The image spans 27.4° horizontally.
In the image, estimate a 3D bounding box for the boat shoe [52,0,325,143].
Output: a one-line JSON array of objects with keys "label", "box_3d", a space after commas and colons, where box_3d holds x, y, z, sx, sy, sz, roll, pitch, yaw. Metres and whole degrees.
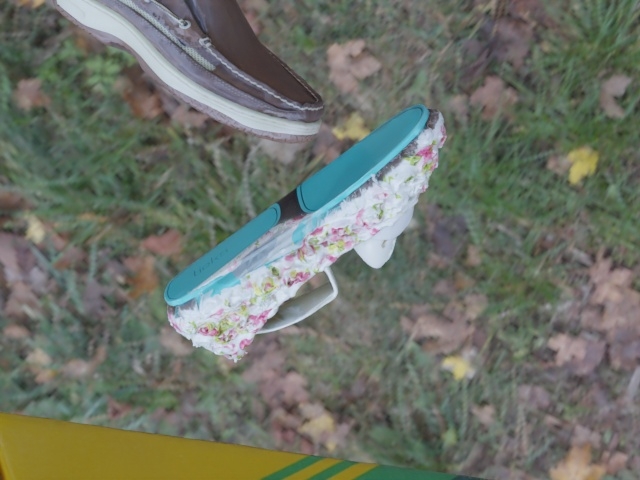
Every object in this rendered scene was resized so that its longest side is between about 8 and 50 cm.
[{"label": "boat shoe", "box_3d": [-0.100, -0.173, 1.046, 0.257, 0.095, 0.095, 32, 115, 12]}]

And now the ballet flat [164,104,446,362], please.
[{"label": "ballet flat", "box_3d": [0.000, 0.000, 0.898, 0.241, 0.091, 0.077, -35, 113, 17]}]

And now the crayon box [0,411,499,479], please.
[{"label": "crayon box", "box_3d": [-0.055, 0.169, 0.461, 0.203, 0.323, 0.083, -55, 44, 22]}]
